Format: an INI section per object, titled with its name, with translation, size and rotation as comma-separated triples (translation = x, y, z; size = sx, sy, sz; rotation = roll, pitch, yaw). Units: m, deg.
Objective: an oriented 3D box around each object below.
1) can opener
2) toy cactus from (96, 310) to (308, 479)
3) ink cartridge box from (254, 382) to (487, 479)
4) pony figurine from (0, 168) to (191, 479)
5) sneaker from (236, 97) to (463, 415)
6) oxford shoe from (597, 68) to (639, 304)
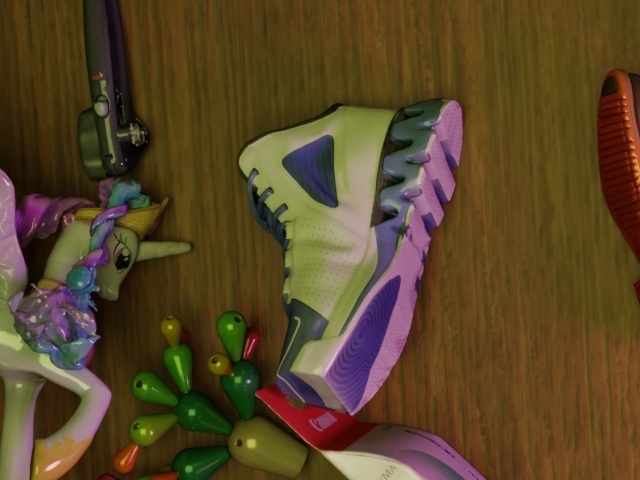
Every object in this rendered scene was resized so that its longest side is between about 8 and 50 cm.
[can opener]
translation = -0.204, -0.150, 1.866
size = 0.073, 0.059, 0.186
rotation = -4, 92, 11
[toy cactus]
translation = -0.101, 0.173, 1.854
size = 0.180, 0.112, 0.219
rotation = 27, 95, -11
[ink cartridge box]
translation = 0.059, 0.186, 1.770
size = 0.225, 0.181, 0.056
rotation = 44, 100, 7
[pony figurine]
translation = -0.324, 0.060, 1.786
size = 0.351, 0.303, 0.363
rotation = 24, 65, -10
[sneaker]
translation = 0.000, -0.001, 1.783
size = 0.182, 0.127, 0.315
rotation = 11, 63, 22
[oxford shoe]
translation = 0.321, -0.029, 1.770
size = 0.098, 0.097, 0.271
rotation = -17, 94, -9
